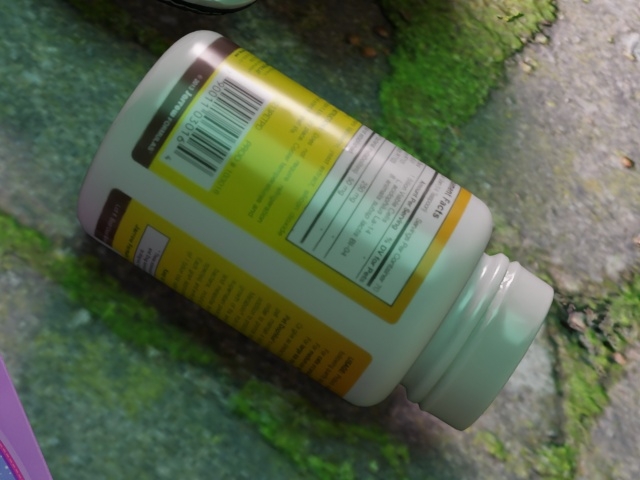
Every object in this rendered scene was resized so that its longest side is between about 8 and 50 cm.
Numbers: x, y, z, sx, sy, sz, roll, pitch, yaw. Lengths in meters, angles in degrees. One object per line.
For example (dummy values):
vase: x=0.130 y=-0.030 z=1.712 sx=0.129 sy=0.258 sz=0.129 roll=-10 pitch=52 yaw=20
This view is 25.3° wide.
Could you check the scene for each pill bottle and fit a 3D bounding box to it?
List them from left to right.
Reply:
pill bottle: x=0.000 y=0.000 z=0.686 sx=0.215 sy=0.117 sz=0.117 roll=33 pitch=48 yaw=1

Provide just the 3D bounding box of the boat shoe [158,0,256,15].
boat shoe: x=-0.147 y=-0.222 z=0.804 sx=0.302 sy=0.091 sz=0.114 roll=41 pitch=69 yaw=6

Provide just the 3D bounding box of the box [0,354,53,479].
box: x=-0.205 y=0.116 z=0.543 sx=0.201 sy=0.057 sz=0.293 roll=-13 pitch=61 yaw=-31
